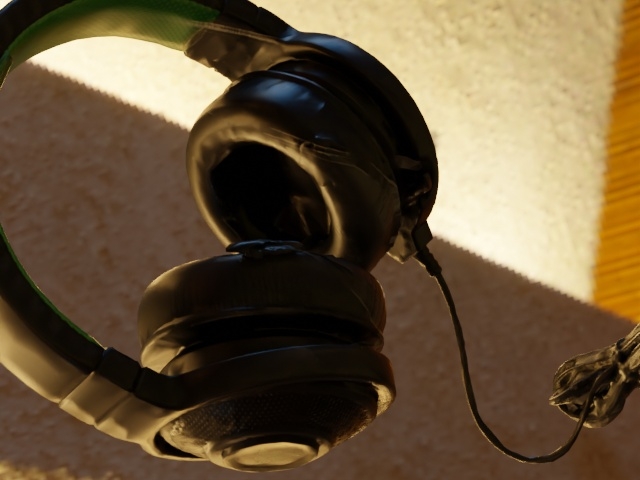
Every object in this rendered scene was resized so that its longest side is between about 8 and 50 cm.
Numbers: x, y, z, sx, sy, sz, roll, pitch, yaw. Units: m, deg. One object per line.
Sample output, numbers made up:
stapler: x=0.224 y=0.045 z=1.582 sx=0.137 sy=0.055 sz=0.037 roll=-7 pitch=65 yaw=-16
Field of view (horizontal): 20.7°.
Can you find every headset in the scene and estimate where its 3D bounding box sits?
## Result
headset: x=0.000 y=0.000 z=0.883 sx=0.394 sy=0.185 sz=0.243 roll=27 pitch=-125 yaw=-19
